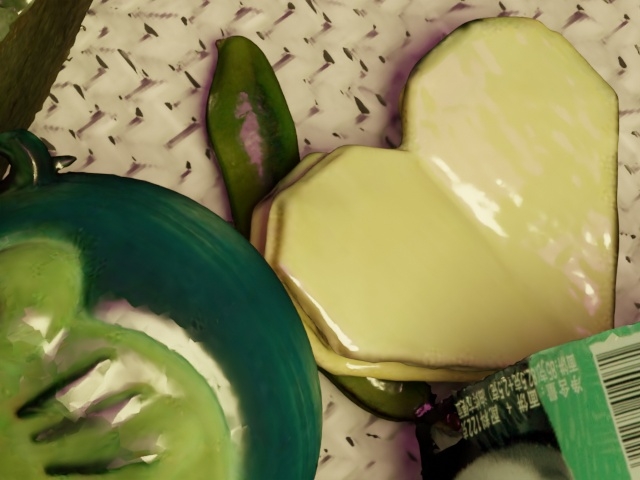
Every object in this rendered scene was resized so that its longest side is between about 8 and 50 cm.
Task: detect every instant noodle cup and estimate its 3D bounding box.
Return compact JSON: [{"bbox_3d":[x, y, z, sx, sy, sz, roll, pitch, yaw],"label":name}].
[{"bbox_3d":[0.156,0.143,0.751,0.251,0.251,0.190,-11,72,-11],"label":"instant noodle cup"}]

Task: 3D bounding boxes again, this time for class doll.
[{"bbox_3d":[-0.093,0.109,0.733,0.198,0.186,0.322,-1,108,21],"label":"doll"}]

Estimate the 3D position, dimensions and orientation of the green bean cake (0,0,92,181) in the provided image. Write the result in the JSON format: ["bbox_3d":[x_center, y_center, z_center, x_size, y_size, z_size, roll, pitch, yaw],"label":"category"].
[{"bbox_3d":[-0.176,-0.085,0.771,0.094,0.173,0.181,29,77,0],"label":"green bean cake"}]

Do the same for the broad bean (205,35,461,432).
[{"bbox_3d":[-0.004,0.003,0.849,0.069,0.039,0.227,-30,86,-22],"label":"broad bean"}]

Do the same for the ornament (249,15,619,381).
[{"bbox_3d":[0.078,0.004,0.834,0.201,0.059,0.180,-43,93,-25],"label":"ornament"}]

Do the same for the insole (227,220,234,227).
[{"bbox_3d":[-0.043,0.065,0.849,0.053,0.002,0.153,4,78,-8],"label":"insole"}]
